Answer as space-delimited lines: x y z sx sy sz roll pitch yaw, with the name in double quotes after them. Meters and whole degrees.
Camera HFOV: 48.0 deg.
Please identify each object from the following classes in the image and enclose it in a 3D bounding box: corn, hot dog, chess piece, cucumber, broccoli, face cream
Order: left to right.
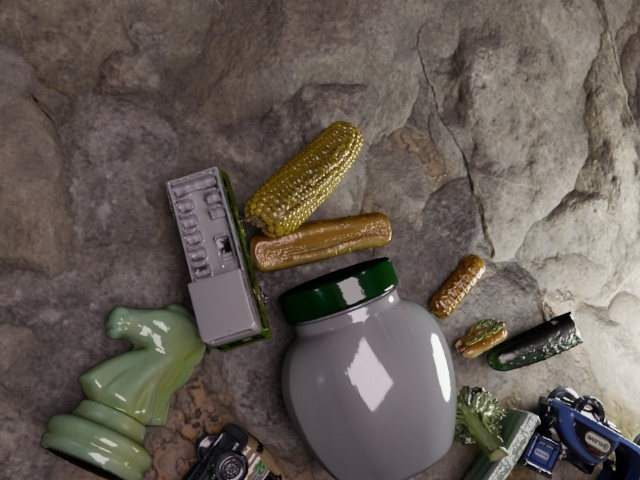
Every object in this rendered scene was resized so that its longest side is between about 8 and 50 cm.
-0.300 0.225 1.152 0.175 0.175 0.298 34 61 -16 "chess piece"
-0.025 -0.106 1.295 0.101 0.101 0.310 52 56 -10 "corn"
0.001 0.002 1.333 0.285 0.061 0.088 -7 88 -22 "hot dog"
0.082 0.227 1.259 0.312 0.219 0.357 -20 92 -23 "face cream"
0.299 0.357 1.351 0.122 0.204 0.118 36 97 -9 "broccoli"
0.325 0.195 1.454 0.133 0.056 0.041 -24 124 -23 "hot dog"
0.446 0.218 1.493 0.241 0.074 0.075 -18 92 -22 "cucumber"

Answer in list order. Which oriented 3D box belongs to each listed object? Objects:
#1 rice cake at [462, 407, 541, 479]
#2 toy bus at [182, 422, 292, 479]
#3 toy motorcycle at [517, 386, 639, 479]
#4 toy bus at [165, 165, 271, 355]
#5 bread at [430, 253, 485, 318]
0.338 0.429 1.400 0.043 0.127 0.237 40 76 0 "rice cake"
-0.175 0.456 1.173 0.157 0.139 0.290 42 72 -19 "toy bus"
0.564 0.448 1.498 0.358 0.125 0.213 30 83 -15 "toy motorcycle"
-0.171 0.028 1.188 0.113 0.139 0.302 -17 78 3 "toy bus"
0.277 0.092 1.448 0.052 0.044 0.157 47 70 -9 "bread"
